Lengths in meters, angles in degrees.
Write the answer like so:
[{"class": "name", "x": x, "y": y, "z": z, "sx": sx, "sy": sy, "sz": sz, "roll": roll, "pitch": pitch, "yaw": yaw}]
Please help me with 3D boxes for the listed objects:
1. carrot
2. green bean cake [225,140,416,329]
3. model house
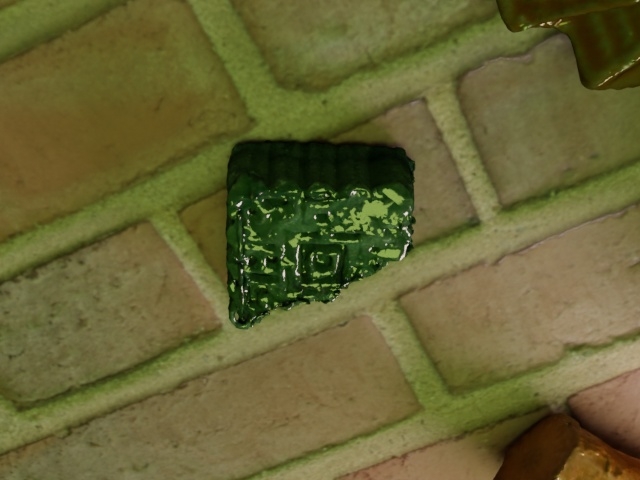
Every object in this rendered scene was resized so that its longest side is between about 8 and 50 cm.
[{"class": "carrot", "x": 0.357, "y": 0.333, "z": 1.140, "sx": 0.254, "sy": 0.196, "sz": 0.196, "roll": 38, "pitch": 114, "yaw": -8}, {"class": "green bean cake", "x": 0.000, "y": 0.000, "z": 0.959, "sx": 0.208, "sy": 0.107, "sz": 0.193, "roll": 0, "pitch": 120, "yaw": -2}, {"class": "model house", "x": 0.271, "y": -0.235, "z": 0.779, "sx": 0.239, "sy": 0.173, "sz": 0.268, "roll": -18, "pitch": 121, "yaw": 11}]
